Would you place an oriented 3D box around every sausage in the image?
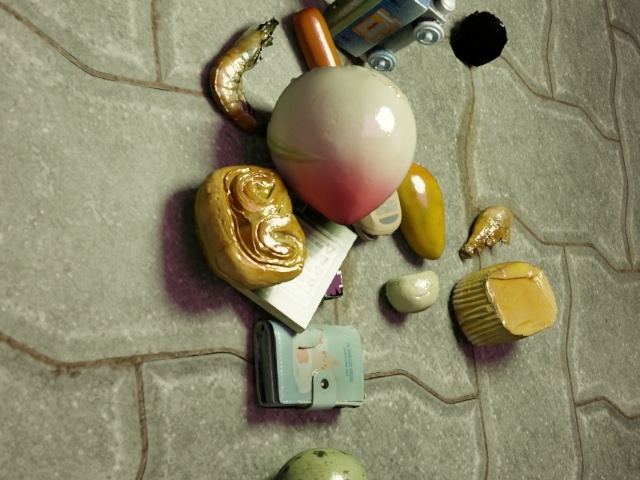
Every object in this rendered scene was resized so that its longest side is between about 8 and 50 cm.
[{"bbox_3d":[-0.002,-0.419,1.688,0.076,0.076,0.198,-34,106,-44],"label":"sausage"}]

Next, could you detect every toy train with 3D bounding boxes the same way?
[{"bbox_3d":[0.150,-0.502,1.710,0.202,0.299,0.131,29,61,-28],"label":"toy train"},{"bbox_3d":[0.000,0.000,1.604,0.055,0.048,0.252,-2,75,-24],"label":"toy train"}]

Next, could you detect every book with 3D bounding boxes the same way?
[{"bbox_3d":[-0.059,0.026,1.504,0.202,0.027,0.264,37,53,-9],"label":"book"}]

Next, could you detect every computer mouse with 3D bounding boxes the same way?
[{"bbox_3d":[0.104,-0.118,1.711,0.145,0.082,0.237,-20,95,-47],"label":"computer mouse"}]

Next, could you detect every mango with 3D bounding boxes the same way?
[{"bbox_3d":[0.238,-0.072,1.814,0.138,0.113,0.253,-37,110,-47],"label":"mango"}]

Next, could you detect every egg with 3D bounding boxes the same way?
[{"bbox_3d":[0.007,0.469,1.401,0.228,0.177,0.177,-1,80,-61],"label":"egg"}]

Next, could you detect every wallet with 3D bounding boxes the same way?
[{"bbox_3d":[-0.018,0.248,1.506,0.250,0.075,0.176,10,67,-43],"label":"wallet"}]

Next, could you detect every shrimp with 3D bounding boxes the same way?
[{"bbox_3d":[-0.122,-0.332,1.570,0.198,0.051,0.262,52,51,-32],"label":"shrimp"}]

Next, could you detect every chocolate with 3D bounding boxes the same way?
[{"bbox_3d":[0.454,-0.593,2.179,0.156,0.156,0.133,51,22,-24],"label":"chocolate"}]

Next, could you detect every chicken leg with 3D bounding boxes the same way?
[{"bbox_3d":[0.444,-0.012,2.038,0.207,0.085,0.101,-44,125,-33],"label":"chicken leg"}]

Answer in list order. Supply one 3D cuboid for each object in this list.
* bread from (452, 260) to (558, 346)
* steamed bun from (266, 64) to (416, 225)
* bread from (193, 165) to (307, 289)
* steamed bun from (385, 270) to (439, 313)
[{"bbox_3d":[0.465,0.162,1.961,0.288,0.156,0.204,-18,85,-44],"label":"bread"},{"bbox_3d":[0.042,-0.168,1.495,0.309,0.309,0.310,14,70,-43],"label":"steamed bun"},{"bbox_3d":[-0.131,-0.023,1.392,0.198,0.120,0.236,-6,70,-36],"label":"bread"},{"bbox_3d":[0.216,0.121,1.742,0.130,0.112,0.091,-7,83,-53],"label":"steamed bun"}]
